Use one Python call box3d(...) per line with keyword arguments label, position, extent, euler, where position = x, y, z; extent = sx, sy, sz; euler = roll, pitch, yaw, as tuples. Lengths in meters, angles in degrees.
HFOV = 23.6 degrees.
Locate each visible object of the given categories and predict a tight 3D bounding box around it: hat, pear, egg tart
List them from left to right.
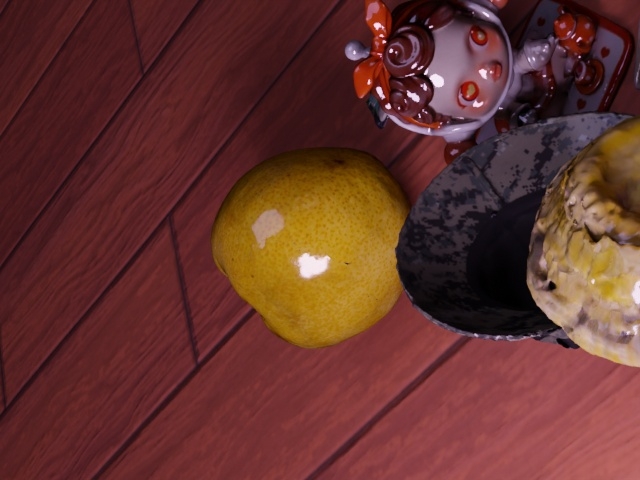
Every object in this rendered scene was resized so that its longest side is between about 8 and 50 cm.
box3d(label="pear", position=(0.000, 0.000, 1.547), extent=(0.209, 0.209, 0.209), euler=(-26, 57, 49))
box3d(label="hat", position=(0.202, 0.017, 1.297), extent=(0.265, 0.128, 0.265), euler=(-13, 45, 14))
box3d(label="egg tart", position=(0.278, -0.025, 1.142), extent=(0.279, 0.095, 0.279), euler=(-14, 44, 14))

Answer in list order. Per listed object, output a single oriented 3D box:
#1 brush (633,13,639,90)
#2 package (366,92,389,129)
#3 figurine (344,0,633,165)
box3d(label="brush", position=(0.320, -0.278, 1.311), extent=(0.050, 0.060, 0.321), euler=(4, 81, 45))
box3d(label="package", position=(0.089, -0.205, 1.561), extent=(0.166, 0.040, 0.232), euler=(-62, 9, 17))
box3d(label="figurine", position=(0.127, -0.158, 1.396), extent=(0.160, 0.226, 0.183), euler=(44, 114, 54))
